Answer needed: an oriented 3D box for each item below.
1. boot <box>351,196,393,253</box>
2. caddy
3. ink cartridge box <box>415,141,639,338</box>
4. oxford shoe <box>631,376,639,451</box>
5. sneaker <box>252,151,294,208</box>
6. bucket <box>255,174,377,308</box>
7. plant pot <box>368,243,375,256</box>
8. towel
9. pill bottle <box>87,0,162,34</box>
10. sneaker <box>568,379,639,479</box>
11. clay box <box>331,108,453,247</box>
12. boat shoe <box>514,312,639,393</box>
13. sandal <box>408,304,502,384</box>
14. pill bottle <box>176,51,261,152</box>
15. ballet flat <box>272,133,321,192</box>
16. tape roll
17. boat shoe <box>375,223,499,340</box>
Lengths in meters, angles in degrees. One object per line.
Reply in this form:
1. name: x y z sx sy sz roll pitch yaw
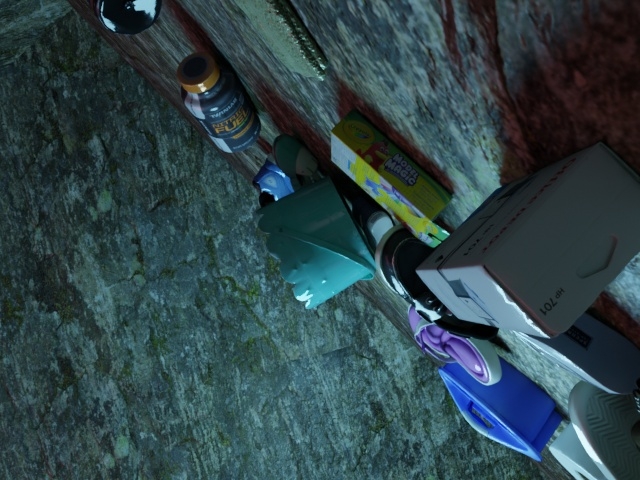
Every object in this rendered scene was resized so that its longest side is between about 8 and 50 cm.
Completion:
1. boot: 0.127 -0.021 1.088 0.086 0.069 0.190 49 170 37
2. caddy: 0.470 0.436 1.321 0.341 0.179 0.241 38 172 48
3. ink cartridge box: 0.184 0.006 0.450 0.082 0.139 0.191 46 174 2
4. oxford shoe: 0.408 0.194 0.563 0.096 0.082 0.227 45 164 29
5. sneaker: -0.125 -0.138 1.555 0.129 0.147 0.330 41 174 33
6. bucket: 0.000 0.000 1.106 0.281 0.183 0.281 60 -172 -14
7. plant pot: 0.129 0.025 1.328 0.079 0.083 0.083 56 174 0
8. towel: -0.054 -0.278 0.649 0.148 0.027 0.110 49 172 -37
9. pill bottle: -0.394 -0.498 0.904 0.219 0.122 0.123 56 179 19
10. sneaker: 0.479 0.334 0.754 0.350 0.131 0.148 45 170 -8
11. clay box: 0.111 -0.086 0.737 0.222 0.053 0.127 42 174 7
12. boat shoe: 0.289 0.105 0.645 0.258 0.095 0.084 45 170 10
13. sandal: 0.315 0.260 1.301 0.416 0.102 0.170 -162 53 -72
14. pill bottle: -0.235 -0.317 1.126 0.130 0.130 0.246 42 174 23
15. ballet flat: -0.041 -0.173 1.149 0.087 0.083 0.247 17 167 15
16. tape roll: 0.652 0.523 1.060 0.286 0.100 0.286 44 174 6
17. boat shoe: 0.223 0.092 0.864 0.340 0.127 0.113 47 173 -39
